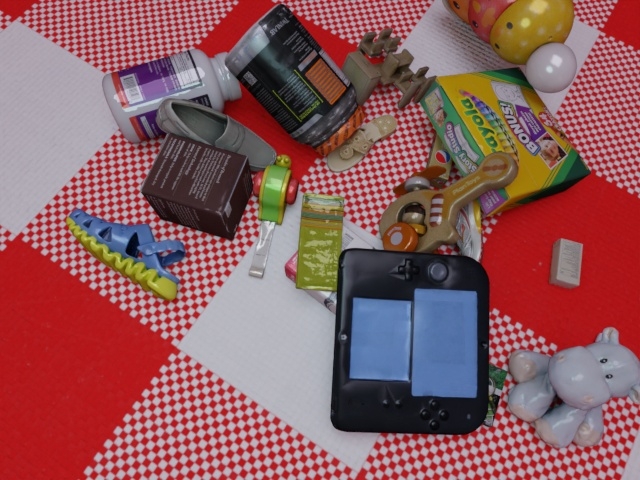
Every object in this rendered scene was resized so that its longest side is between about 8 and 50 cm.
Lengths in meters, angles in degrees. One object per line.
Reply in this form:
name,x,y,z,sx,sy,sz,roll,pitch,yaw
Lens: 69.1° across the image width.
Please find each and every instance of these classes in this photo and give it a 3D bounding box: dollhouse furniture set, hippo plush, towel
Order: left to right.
towel,0.000,0.000,1.078,0.102,0.021,0.237,3,69,1
dollhouse furniture set,0.160,-0.451,1.317,0.242,0.161,0.212,-27,73,-35
hippo plush,0.571,0.318,0.981,0.295,0.236,0.234,-9,71,-6

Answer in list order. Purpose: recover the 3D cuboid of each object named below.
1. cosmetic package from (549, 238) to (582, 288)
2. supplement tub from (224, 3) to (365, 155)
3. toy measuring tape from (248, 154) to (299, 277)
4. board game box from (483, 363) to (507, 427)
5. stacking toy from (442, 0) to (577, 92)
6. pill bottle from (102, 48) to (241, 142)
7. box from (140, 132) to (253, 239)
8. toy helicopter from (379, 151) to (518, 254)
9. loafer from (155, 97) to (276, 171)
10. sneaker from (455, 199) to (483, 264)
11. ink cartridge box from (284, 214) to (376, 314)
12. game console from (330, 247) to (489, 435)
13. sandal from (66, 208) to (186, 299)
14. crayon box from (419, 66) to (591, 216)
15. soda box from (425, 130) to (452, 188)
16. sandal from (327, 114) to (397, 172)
cosmetic package,0.623,0.059,1.181,0.060,0.041,0.115,17,70,3
supplement tub,-0.054,-0.391,1.170,0.338,0.207,0.207,45,72,-19
toy measuring tape,-0.126,-0.076,1.156,0.122,0.121,0.329,12,70,2
board game box,0.290,0.314,1.081,0.260,0.030,0.136,22,69,5
stacking toy,0.549,-0.598,1.232,0.351,0.350,0.479,-10,66,-6
pill bottle,-0.381,-0.386,1.220,0.323,0.181,0.181,-21,73,-11
box,-0.291,-0.127,1.136,0.203,0.168,0.166,17,70,3
toy helicopter,0.292,-0.101,1.110,0.355,0.140,0.234,-34,50,25
loafer,-0.244,-0.256,1.157,0.320,0.111,0.111,18,80,-30
sneaker,0.365,-0.006,1.181,0.093,0.088,0.225,-3,69,18
ink cartridge box,0.059,0.082,1.114,0.237,0.100,0.172,37,73,11
game console,0.200,0.217,1.010,0.342,0.060,0.386,5,82,-10
sandal,-0.451,0.013,1.112,0.317,0.126,0.138,32,68,0
crayon box,0.478,-0.271,1.214,0.313,0.106,0.362,-16,71,-28
soda box,0.328,-0.235,1.262,0.058,0.061,0.181,18,70,3
sandal,0.113,-0.283,1.260,0.240,0.079,0.088,-37,76,-14
